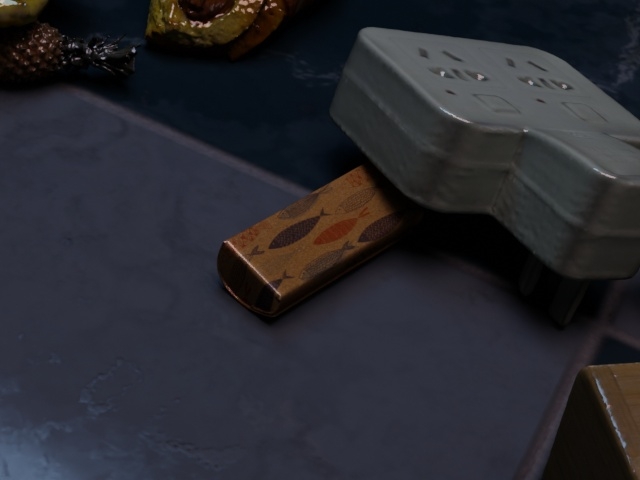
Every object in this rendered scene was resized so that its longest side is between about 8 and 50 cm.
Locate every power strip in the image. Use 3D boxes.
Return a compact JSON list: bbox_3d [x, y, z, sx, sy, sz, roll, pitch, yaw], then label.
[{"bbox_3d":[0.156,-0.053,1.369,0.229,0.141,0.261,0,33,-36],"label":"power strip"}]

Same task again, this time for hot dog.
[{"bbox_3d":[-0.054,-0.249,1.535,0.123,0.093,0.261,28,42,14],"label":"hot dog"}]

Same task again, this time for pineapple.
[{"bbox_3d":[-0.208,-0.150,1.414,0.124,0.058,0.058,8,41,-21],"label":"pineapple"}]

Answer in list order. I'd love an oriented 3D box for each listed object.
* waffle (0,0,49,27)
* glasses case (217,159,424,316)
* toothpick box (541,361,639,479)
[{"bbox_3d":[-0.344,-0.246,1.429,0.325,0.068,0.302,-1,34,2],"label":"waffle"},{"bbox_3d":[0.000,0.000,1.313,0.064,0.041,0.170,44,47,18],"label":"glasses case"},{"bbox_3d":[0.320,0.169,1.128,0.308,0.190,0.187,-3,44,-14],"label":"toothpick box"}]
